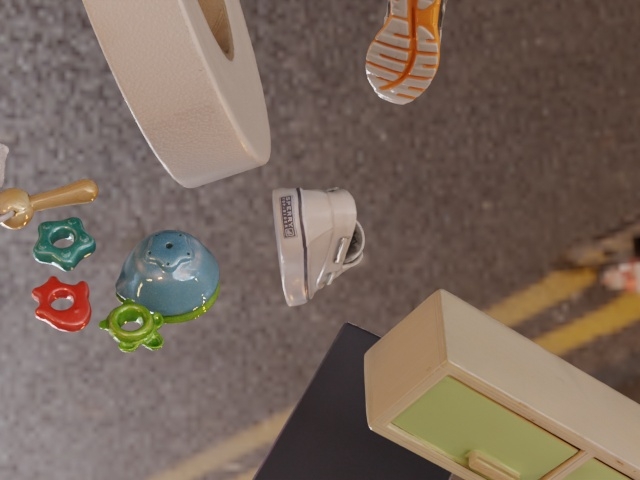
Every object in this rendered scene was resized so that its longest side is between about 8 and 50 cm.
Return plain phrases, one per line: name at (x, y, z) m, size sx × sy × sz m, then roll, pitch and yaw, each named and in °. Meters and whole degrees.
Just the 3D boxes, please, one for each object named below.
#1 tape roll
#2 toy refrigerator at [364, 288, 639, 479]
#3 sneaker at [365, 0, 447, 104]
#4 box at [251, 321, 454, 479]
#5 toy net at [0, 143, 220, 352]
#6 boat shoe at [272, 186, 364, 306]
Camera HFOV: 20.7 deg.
tape roll at (-0.134, -0.233, 1.407) m, size 0.072 × 0.392 × 0.392 m, roll -17°, pitch 154°, yaw 7°
toy refrigerator at (0.172, 0.158, 1.471) m, size 0.269 × 0.094 × 0.102 m, roll 30°, pitch 125°, yaw -26°
sneaker at (0.111, -0.257, 2.037) m, size 0.084 × 0.083 × 0.215 m, roll 18°, pitch 122°, yaw 7°
box at (0.014, 0.297, 1.802) m, size 0.182 × 0.296 × 0.294 m, roll 26°, pitch 133°, yaw 6°
toy net at (-0.187, 0.006, 1.190) m, size 0.232 × 0.122 × 0.045 m, roll 22°, pitch 143°, yaw 15°
boat shoe at (0.000, 0.000, 1.755) m, size 0.088 × 0.096 × 0.267 m, roll -7°, pitch 163°, yaw -1°
